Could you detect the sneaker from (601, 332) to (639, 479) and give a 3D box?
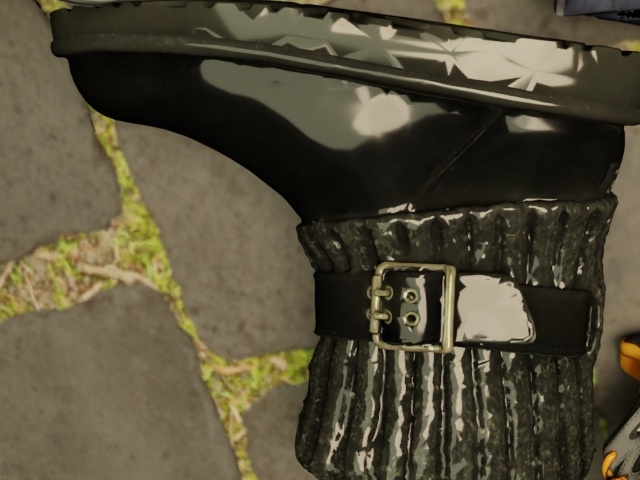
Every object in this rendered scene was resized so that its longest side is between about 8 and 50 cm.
[{"bbox_3d":[0.188,0.139,0.416,0.083,0.215,0.084,5,143,29],"label":"sneaker"}]

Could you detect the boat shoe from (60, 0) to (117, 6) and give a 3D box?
[{"bbox_3d":[-0.165,-0.247,0.430,0.119,0.121,0.335,-37,62,39],"label":"boat shoe"}]

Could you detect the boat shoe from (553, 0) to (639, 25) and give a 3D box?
[{"bbox_3d":[0.175,-0.251,0.334,0.158,0.127,0.340,-2,104,10],"label":"boat shoe"}]

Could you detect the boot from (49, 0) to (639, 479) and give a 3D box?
[{"bbox_3d":[0.000,0.001,0.454,0.348,0.131,0.260,12,107,14],"label":"boot"}]
